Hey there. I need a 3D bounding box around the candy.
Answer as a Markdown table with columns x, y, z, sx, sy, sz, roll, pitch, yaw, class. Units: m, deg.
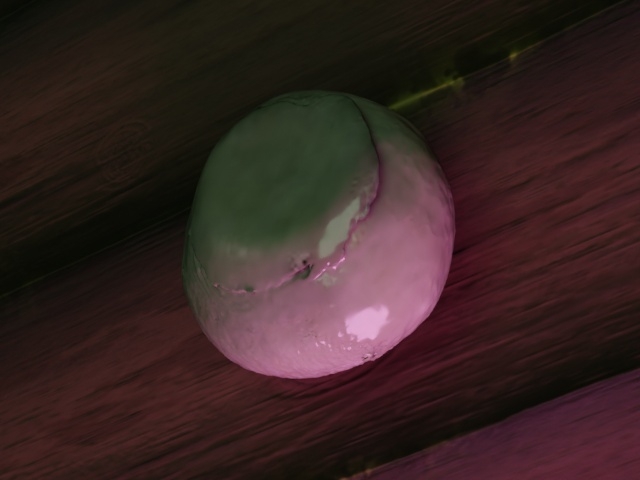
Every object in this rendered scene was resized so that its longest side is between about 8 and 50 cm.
| x | y | z | sx | sy | sz | roll | pitch | yaw | class |
| --- | --- | --- | --- | --- | --- | --- | --- | --- | --- |
| 0.000 | 0.000 | 1.509 | 0.295 | 0.185 | 0.295 | -25 | 51 | 34 | candy |
